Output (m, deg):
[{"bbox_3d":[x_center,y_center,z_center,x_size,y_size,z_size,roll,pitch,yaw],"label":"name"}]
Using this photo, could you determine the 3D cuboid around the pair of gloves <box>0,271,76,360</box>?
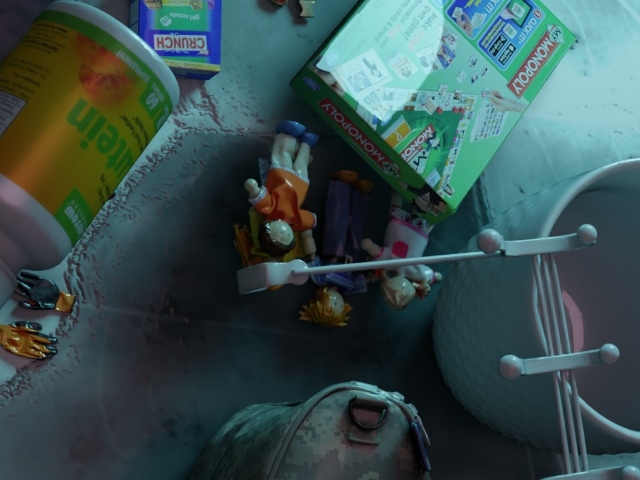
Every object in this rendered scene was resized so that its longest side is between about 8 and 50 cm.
[{"bbox_3d":[-0.288,0.076,1.822,0.074,0.010,0.083,22,73,-15],"label":"pair of gloves"}]

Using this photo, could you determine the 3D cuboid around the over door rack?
[{"bbox_3d":[0.109,0.119,1.572,0.324,0.108,0.240,-7,82,-12],"label":"over door rack"}]

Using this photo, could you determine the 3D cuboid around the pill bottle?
[{"bbox_3d":[-0.235,-0.062,1.480,0.136,0.136,0.246,38,71,-11],"label":"pill bottle"}]

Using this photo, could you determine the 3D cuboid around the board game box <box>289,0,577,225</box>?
[{"bbox_3d":[0.127,-0.193,1.955,0.213,0.046,0.317,45,52,-9],"label":"board game box"}]

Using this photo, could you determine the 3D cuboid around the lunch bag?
[{"bbox_3d":[-0.020,0.269,1.731,0.212,0.305,0.256,13,78,-18],"label":"lunch bag"}]

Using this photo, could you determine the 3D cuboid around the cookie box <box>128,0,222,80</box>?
[{"bbox_3d":[-0.151,-0.227,1.908,0.091,0.040,0.107,4,80,-21],"label":"cookie box"}]

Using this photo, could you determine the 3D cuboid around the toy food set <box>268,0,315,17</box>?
[{"bbox_3d":[-0.036,-0.305,1.978,0.078,0.019,0.122,10,85,-18],"label":"toy food set"}]

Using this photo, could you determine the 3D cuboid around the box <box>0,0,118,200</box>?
[{"bbox_3d":[-0.331,-0.144,1.689,0.182,0.296,0.294,-11,85,-22],"label":"box"}]

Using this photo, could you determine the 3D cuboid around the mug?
[{"bbox_3d":[0.288,0.046,1.870,0.276,0.328,0.374,41,69,-10],"label":"mug"}]

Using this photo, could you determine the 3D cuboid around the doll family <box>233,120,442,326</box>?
[{"bbox_3d":[0.000,0.000,1.903,0.263,0.118,0.163,24,66,-34],"label":"doll family"}]
